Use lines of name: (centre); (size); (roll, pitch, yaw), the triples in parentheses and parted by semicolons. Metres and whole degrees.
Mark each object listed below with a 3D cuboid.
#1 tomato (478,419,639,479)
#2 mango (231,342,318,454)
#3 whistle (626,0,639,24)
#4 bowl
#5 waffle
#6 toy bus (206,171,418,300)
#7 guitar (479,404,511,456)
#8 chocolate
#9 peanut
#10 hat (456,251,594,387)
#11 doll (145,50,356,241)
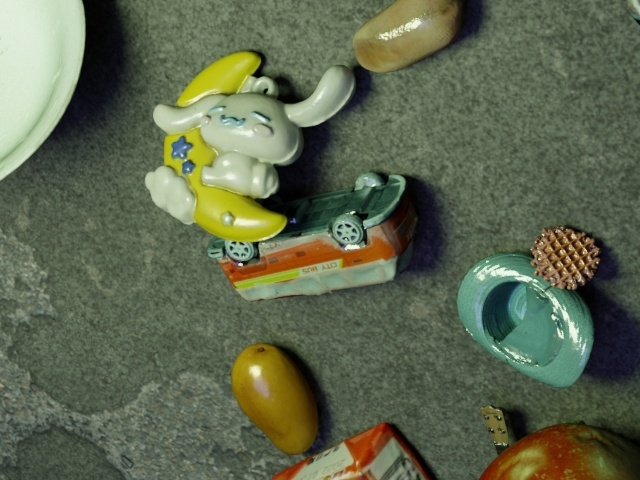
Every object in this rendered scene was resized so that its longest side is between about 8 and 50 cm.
tomato: (0.327, 0.358, 1.632); (0.303, 0.303, 0.239); (36, 97, 5)
mango: (-0.058, 0.223, 1.855); (0.102, 0.085, 0.184); (-10, 116, 29)
whistle: (0.339, -0.303, 1.376); (0.347, 0.189, 0.189); (14, 123, 44)
bowl: (-0.500, -0.221, 1.726); (0.434, 0.435, 0.196); (33, 168, 7)
waffle: (0.288, 0.020, 1.597); (0.083, 0.075, 0.029); (20, 158, 6)
toy bus: (0.000, 0.000, 1.697); (0.265, 0.121, 0.120); (-10, 119, 28)
guitar: (0.257, 0.322, 1.781); (0.083, 0.038, 0.271); (-6, 115, 27)
chocolate: (0.063, 0.403, 1.876); (0.234, 0.108, 0.237); (-30, 101, 35)
peanut: (0.101, -0.240, 1.549); (0.152, 0.076, 0.076); (-26, 102, 31)
hat: (0.260, 0.096, 1.647); (0.191, 0.078, 0.138); (38, 119, 26)
doll: (-0.098, -0.121, 1.651); (0.252, 0.111, 0.237); (15, 81, 31)
